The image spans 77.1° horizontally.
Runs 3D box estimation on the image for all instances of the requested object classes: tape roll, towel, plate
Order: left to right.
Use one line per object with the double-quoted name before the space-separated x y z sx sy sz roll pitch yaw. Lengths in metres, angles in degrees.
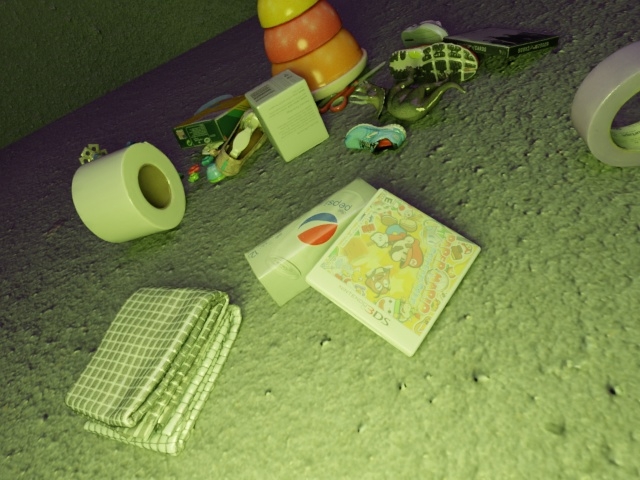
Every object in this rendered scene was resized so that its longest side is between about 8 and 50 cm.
"tape roll" -0.521 -0.128 1.115 0.169 0.246 0.246 -15 42 17
"towel" -0.306 0.213 0.735 0.235 0.121 0.284 -1 48 30
"plate" -0.440 -0.543 1.665 0.188 0.024 0.188 -17 41 15
"tape roll" 0.526 -0.220 0.655 0.189 0.189 0.080 -13 42 18

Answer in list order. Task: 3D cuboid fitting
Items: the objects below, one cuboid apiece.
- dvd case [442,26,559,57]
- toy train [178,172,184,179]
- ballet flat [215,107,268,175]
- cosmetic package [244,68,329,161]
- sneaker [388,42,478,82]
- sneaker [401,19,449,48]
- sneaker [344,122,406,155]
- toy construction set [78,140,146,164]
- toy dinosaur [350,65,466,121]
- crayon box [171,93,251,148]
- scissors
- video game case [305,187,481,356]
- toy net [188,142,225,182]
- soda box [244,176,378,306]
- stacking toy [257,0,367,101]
"dvd case" 0.483 -0.545 1.098 0.179 0.030 0.239 -20 37 -18
"toy train" -0.489 -0.195 1.340 0.023 0.017 0.083 23 61 31
"ballet flat" -0.220 -0.333 1.252 0.106 0.107 0.316 -45 21 59
"cosmetic package" -0.096 -0.360 1.157 0.151 0.184 0.151 -32 40 -3
"sneaker" 0.331 -0.525 1.154 0.118 0.107 0.279 -36 43 -30
"sneaker" 0.348 -0.657 1.271 0.091 0.094 0.258 -31 35 1
"sneaker" 0.130 -0.251 1.012 0.162 0.063 0.073 3 53 32
"toy construction set" -0.720 -0.277 1.470 0.327 0.151 0.215 23 62 31
"toy dinosaur" 0.240 -0.363 1.049 0.160 0.121 0.313 -50 48 -6
"crayon box" -0.340 -0.434 1.421 0.202 0.081 0.318 -1 35 29
"scissors" 0.099 -0.512 1.328 0.109 0.021 0.297 16 59 42
"video game case" 0.123 0.040 0.672 0.206 0.026 0.227 34 67 16
"toy net" -0.363 -0.258 1.316 0.122 0.045 0.232 -23 39 9
"soda box" 0.000 0.000 0.799 0.286 0.098 0.091 -34 41 -7
"stacking toy" -0.082 -0.708 1.267 0.350 0.480 0.351 -19 37 14
